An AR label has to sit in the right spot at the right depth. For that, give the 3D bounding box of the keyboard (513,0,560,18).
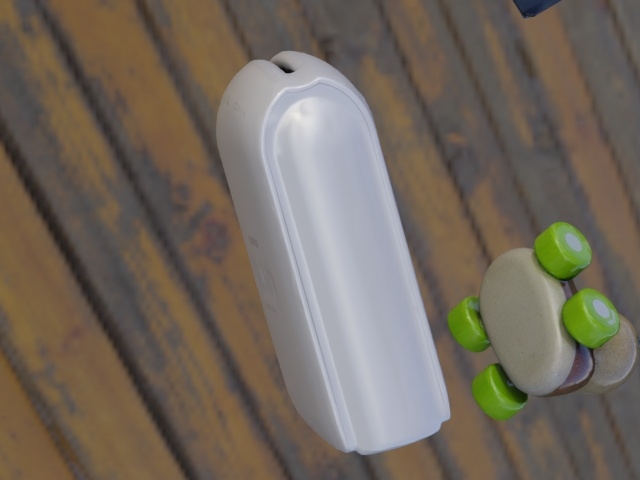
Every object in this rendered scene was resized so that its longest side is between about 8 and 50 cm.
[{"bbox_3d":[0.216,-0.306,1.762,0.180,0.108,0.023,48,17,-46],"label":"keyboard"}]

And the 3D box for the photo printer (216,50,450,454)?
[{"bbox_3d":[0.000,0.000,1.415,0.107,0.256,0.307,-17,98,-9],"label":"photo printer"}]

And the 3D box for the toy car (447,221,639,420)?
[{"bbox_3d":[0.247,0.088,1.669,0.188,0.155,0.149,13,46,-39],"label":"toy car"}]
